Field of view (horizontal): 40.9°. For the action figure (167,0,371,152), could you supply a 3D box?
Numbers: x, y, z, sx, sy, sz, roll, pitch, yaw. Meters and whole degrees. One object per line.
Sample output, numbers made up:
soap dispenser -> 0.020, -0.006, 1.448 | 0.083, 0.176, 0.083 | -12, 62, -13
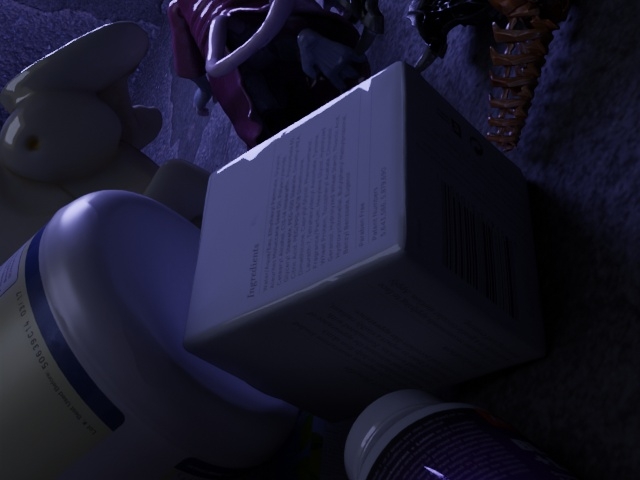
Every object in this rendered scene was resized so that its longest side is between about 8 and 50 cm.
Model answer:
action figure -> -0.108, -0.238, 0.993 | 0.248, 0.276, 0.370 | -45, 57, 14

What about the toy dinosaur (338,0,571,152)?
toy dinosaur -> 0.119, -0.235, 0.662 | 0.218, 0.164, 0.322 | -17, 48, 45

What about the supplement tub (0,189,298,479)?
supplement tub -> -0.203, 0.144, 0.662 | 0.325, 0.235, 0.235 | -39, 31, 16

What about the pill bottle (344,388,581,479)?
pill bottle -> 0.082, 0.151, 0.452 | 0.108, 0.108, 0.193 | -68, 22, 5

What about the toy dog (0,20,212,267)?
toy dog -> -0.216, 0.038, 0.909 | 0.408, 0.395, 0.284 | 55, 157, 11

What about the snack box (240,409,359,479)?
snack box -> -0.019, 0.159, 0.729 | 0.174, 0.070, 0.207 | -39, 39, 50

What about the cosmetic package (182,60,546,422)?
cosmetic package -> 0.029, 0.012, 0.579 | 0.184, 0.151, 0.151 | -25, 46, 34
